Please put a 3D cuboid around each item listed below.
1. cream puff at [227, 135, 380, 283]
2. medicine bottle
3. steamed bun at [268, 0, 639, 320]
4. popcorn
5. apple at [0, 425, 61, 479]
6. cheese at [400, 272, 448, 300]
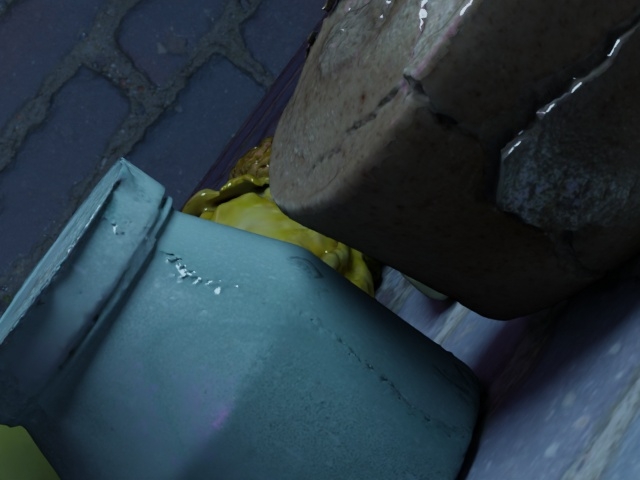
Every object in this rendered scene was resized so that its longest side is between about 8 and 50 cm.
[{"bbox_3d":[0.000,0.000,1.655,0.183,0.183,0.169,-37,46,55],"label":"cream puff"},{"bbox_3d":[-0.074,0.103,1.171,0.245,0.290,0.245,-50,10,13],"label":"medicine bottle"},{"bbox_3d":[0.125,-0.084,1.077,0.301,0.251,0.199,-52,18,26],"label":"steamed bun"},{"bbox_3d":[-0.058,0.061,1.471,0.250,0.190,0.250,-29,31,20],"label":"popcorn"},{"bbox_3d":[-0.351,0.278,1.421,0.473,0.473,0.473,-50,10,12],"label":"apple"},{"bbox_3d":[0.117,-0.062,1.465,0.159,0.093,0.263,-48,10,16],"label":"cheese"}]
